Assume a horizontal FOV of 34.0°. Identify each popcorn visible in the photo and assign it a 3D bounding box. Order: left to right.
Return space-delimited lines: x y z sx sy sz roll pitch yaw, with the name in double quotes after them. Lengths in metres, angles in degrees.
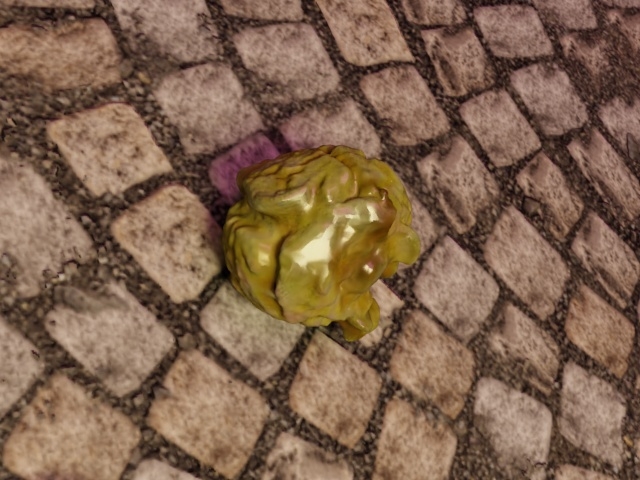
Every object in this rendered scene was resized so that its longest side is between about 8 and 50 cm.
0.000 0.000 1.013 0.187 0.167 0.186 11 89 -7 "popcorn"
